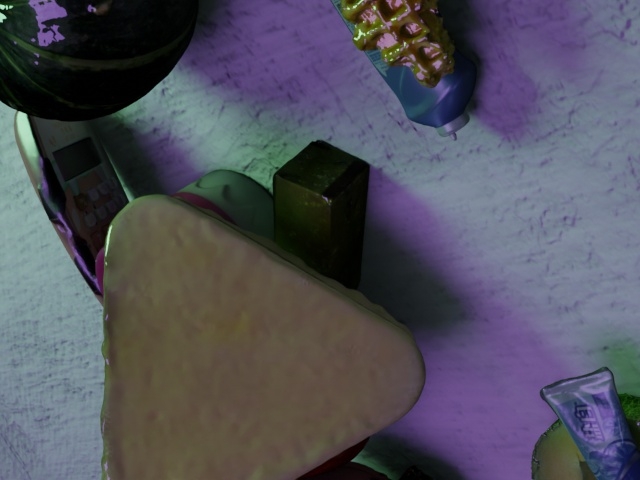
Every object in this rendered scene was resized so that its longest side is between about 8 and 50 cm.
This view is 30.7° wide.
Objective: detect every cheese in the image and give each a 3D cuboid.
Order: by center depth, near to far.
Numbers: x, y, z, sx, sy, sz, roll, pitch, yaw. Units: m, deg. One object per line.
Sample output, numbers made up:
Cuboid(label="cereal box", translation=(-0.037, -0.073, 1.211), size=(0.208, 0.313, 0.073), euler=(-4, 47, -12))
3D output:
Cuboid(label="cheese", translation=(-0.061, 0.142, 1.281), size=(0.384, 0.384, 0.104), euler=(50, 179, -1))

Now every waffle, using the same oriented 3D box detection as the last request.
Cuboid(label="waffle", translation=(0.096, -0.230, 1.011), size=(0.149, 0.051, 0.194), euler=(27, 123, 10))

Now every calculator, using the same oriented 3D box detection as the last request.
Cuboid(label="calculator", translation=(-0.302, -0.036, 1.547), size=(0.048, 0.220, 0.330), euler=(-24, 98, 11))

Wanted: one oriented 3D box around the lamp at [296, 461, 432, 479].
Cuboid(label="lamp", translation=(0.078, 0.413, 1.524), size=(0.305, 0.239, 0.305), euler=(45, -176, -5))

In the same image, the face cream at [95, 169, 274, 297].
Cuboid(label="face cream", translation=(-0.153, 0.028, 1.452), size=(0.175, 0.195, 0.175), euler=(27, 139, 27))

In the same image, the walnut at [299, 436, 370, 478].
Cuboid(label="walnut", translation=(-0.066, 0.204, 1.467), size=(0.269, 0.243, 0.222), euler=(-41, 51, 39))

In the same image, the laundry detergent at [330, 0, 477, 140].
Cuboid(label="laundry detergent", translation=(0.085, -0.185, 1.111), size=(0.096, 0.061, 0.206), euler=(-20, 107, 43))

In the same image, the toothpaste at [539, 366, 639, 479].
Cuboid(label="toothpaste", translation=(0.314, 0.247, 1.191), size=(0.069, 0.047, 0.268), euler=(-6, 118, 55))

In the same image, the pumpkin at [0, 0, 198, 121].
Cuboid(label="pumpkin", translation=(-0.284, -0.286, 1.260), size=(0.323, 0.241, 0.323), euler=(25, 137, 26))

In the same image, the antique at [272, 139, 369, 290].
Cuboid(label="antique", translation=(0.000, 0.000, 1.358), size=(0.081, 0.080, 0.221), euler=(28, 139, 25))

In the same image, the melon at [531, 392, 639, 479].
Cuboid(label="melon", translation=(0.304, 0.226, 1.258), size=(0.118, 0.064, 0.209), euler=(52, 142, -3))
